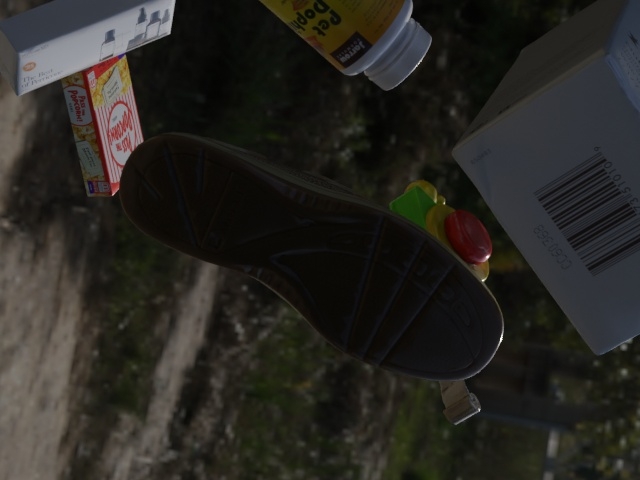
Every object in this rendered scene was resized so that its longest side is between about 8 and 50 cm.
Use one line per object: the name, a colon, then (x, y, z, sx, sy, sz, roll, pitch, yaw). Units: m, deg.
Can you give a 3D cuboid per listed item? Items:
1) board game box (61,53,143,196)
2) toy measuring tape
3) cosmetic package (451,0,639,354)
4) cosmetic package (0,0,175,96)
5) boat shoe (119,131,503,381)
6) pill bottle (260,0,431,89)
board game box: (-0.322, -0.183, 1.919, 0.147, 0.045, 0.194, -62, 148, -59)
toy measuring tape: (0.156, 0.068, 1.487, 0.121, 0.121, 0.330, 83, -4, -56)
cosmetic package: (0.269, -0.087, 1.145, 0.217, 0.156, 0.385, 53, 27, -8)
cosmetic package: (-0.308, -0.280, 1.697, 0.239, 0.060, 0.099, -28, 158, -25)
boat shoe: (0.000, 0.000, 1.073, 0.122, 0.341, 0.110, -58, -174, 14)
pill bottle: (0.021, -0.269, 1.451, 0.117, 0.215, 0.117, -45, -162, 19)
